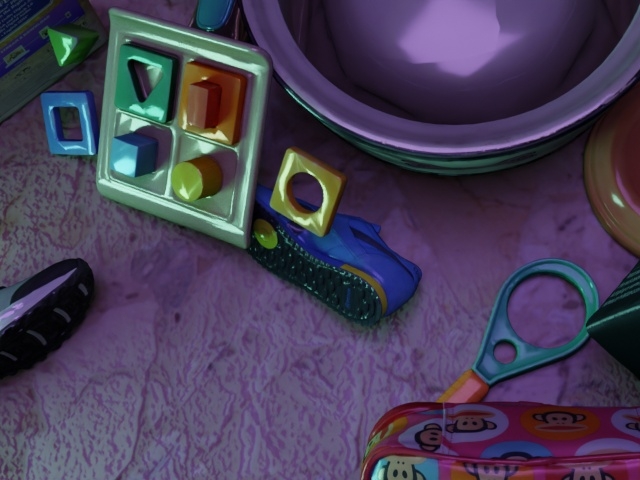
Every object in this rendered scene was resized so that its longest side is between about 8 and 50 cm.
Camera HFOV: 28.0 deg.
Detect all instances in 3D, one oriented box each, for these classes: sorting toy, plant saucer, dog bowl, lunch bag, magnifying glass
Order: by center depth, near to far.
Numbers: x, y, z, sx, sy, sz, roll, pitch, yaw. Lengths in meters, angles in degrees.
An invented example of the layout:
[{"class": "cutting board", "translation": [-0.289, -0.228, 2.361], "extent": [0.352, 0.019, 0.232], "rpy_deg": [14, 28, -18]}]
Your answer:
[{"class": "lunch bag", "translation": [0.176, 0.266, 1.037], "extent": [0.293, 0.120, 0.258], "rpy_deg": [1, 105, 7]}, {"class": "magnifying glass", "translation": [0.162, 0.109, 1.166], "extent": [0.231, 0.026, 0.092], "rpy_deg": [-45, 74, -7]}, {"class": "sorting toy", "translation": [-0.134, -0.100, 1.169], "extent": [0.347, 0.047, 0.196], "rpy_deg": [19, 117, 26]}, {"class": "plant saucer", "translation": [0.347, -0.071, 1.194], "extent": [0.200, 0.037, 0.200], "rpy_deg": [-2, 73, 6]}, {"class": "dog bowl", "translation": [0.129, -0.242, 1.212], "extent": [0.408, 0.150, 0.408], "rpy_deg": [-2, 72, 6]}]

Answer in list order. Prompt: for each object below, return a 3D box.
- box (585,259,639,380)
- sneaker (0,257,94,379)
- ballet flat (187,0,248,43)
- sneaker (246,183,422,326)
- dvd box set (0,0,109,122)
[{"class": "box", "translation": [0.552, 0.038, 0.963], "extent": [0.480, 0.297, 0.472], "rpy_deg": [42, 83, 4]}, {"class": "sneaker", "translation": [-0.336, 0.087, 1.190], "extent": [0.271, 0.100, 0.108], "rpy_deg": [-31, 67, -4]}, {"class": "ballet flat", "translation": [-0.099, -0.187, 1.259], "extent": [0.080, 0.073, 0.232], "rpy_deg": [16, 80, 30]}, {"class": "sneaker", "translation": [0.000, 0.000, 1.204], "extent": [0.209, 0.069, 0.082], "rpy_deg": [33, 48, 22]}, {"class": "dvd box set", "translation": [-0.369, -0.194, 1.109], "extent": [0.307, 0.420, 0.062], "rpy_deg": [-39, 73, -5]}]
